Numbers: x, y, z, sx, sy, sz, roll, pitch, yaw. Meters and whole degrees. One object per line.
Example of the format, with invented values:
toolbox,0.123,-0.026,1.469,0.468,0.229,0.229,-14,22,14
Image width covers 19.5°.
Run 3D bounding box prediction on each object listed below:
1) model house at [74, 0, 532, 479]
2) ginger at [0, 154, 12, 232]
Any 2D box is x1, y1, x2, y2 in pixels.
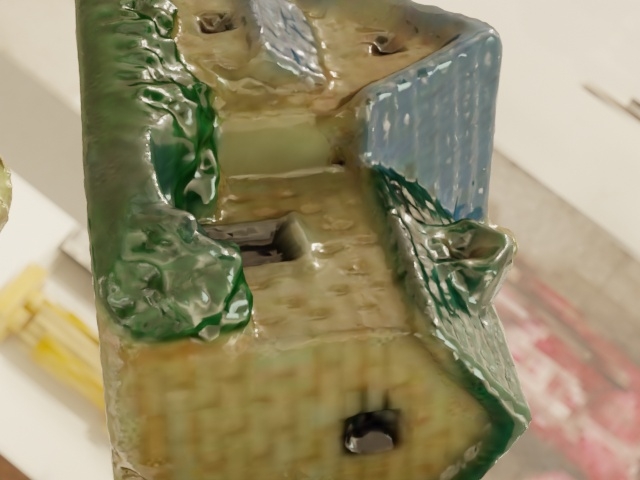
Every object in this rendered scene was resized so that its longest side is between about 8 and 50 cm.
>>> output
model house,0.000,0.000,1.393,0.382,0.343,0.334,-101,-171,-50
ginger,-0.413,0.015,2.003,0.221,0.130,0.275,-123,-134,-64
